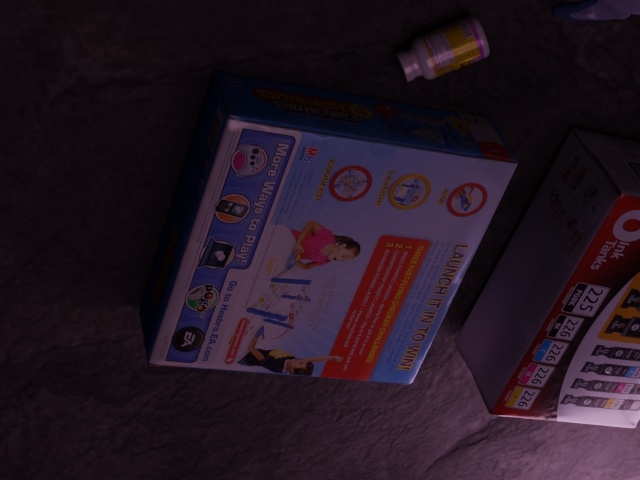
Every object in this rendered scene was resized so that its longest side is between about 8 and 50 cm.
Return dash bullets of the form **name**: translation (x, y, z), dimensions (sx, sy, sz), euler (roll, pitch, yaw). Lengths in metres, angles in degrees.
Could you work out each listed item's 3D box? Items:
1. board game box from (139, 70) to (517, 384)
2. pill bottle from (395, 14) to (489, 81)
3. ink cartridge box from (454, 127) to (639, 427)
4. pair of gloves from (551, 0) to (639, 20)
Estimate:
- **board game box**: translation (0.000, 0.000, 1.269), dimensions (0.302, 0.086, 0.308), euler (7, 125, -22)
- **pill bottle**: translation (0.116, -0.180, 1.187), dimensions (0.083, 0.043, 0.043), euler (-22, 131, 1)
- **ink cartridge box**: translation (0.345, 0.054, 1.390), dimensions (0.272, 0.130, 0.309), euler (8, 125, -24)
- **pair of gloves**: translation (0.265, -0.279, 1.111), dimensions (0.159, 0.023, 0.198), euler (16, 133, 13)
